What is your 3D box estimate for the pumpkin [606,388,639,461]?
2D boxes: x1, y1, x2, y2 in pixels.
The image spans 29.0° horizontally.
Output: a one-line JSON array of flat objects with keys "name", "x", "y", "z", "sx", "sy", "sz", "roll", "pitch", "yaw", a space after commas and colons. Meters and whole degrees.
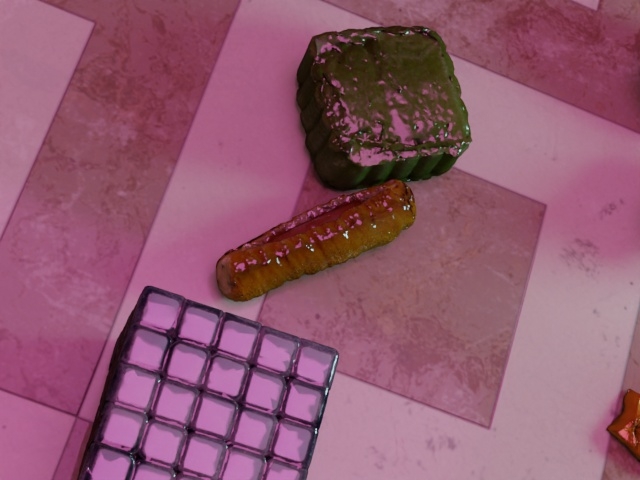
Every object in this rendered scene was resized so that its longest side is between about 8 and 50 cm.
[{"name": "pumpkin", "x": 0.436, "y": 0.253, "z": 1.645, "sx": 0.101, "sy": 0.035, "sz": 0.073, "roll": 41, "pitch": 64, "yaw": 3}]

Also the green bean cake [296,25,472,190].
[{"name": "green bean cake", "x": 0.083, "y": -0.180, "z": 1.649, "sx": 0.214, "sy": 0.113, "sz": 0.200, "roll": -10, "pitch": 76, "yaw": -17}]

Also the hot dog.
[{"name": "hot dog", "x": 0.000, "y": 0.001, "z": 1.587, "sx": 0.289, "sy": 0.068, "sz": 0.083, "roll": -25, "pitch": 114, "yaw": -21}]

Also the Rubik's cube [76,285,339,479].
[{"name": "Rubik's cube", "x": -0.136, "y": 0.218, "z": 1.396, "sx": 0.237, "sy": 0.237, "sz": 0.238, "roll": 19, "pitch": 69, "yaw": -10}]
